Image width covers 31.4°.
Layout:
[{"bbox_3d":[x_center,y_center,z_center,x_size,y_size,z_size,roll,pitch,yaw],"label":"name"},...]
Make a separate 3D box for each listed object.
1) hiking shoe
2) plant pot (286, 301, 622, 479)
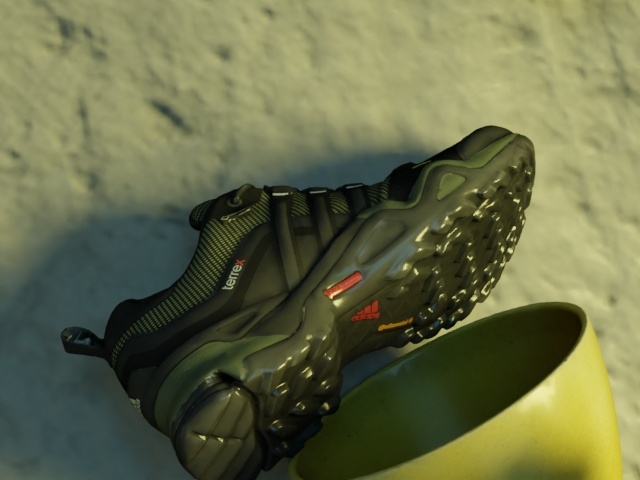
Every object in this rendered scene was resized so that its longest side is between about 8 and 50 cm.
[{"bbox_3d":[0.000,0.000,0.498,0.114,0.086,0.227,35,53,30],"label":"hiking shoe"},{"bbox_3d":[0.067,0.099,0.461,0.134,0.134,0.095,-31,98,-14],"label":"plant pot"}]
